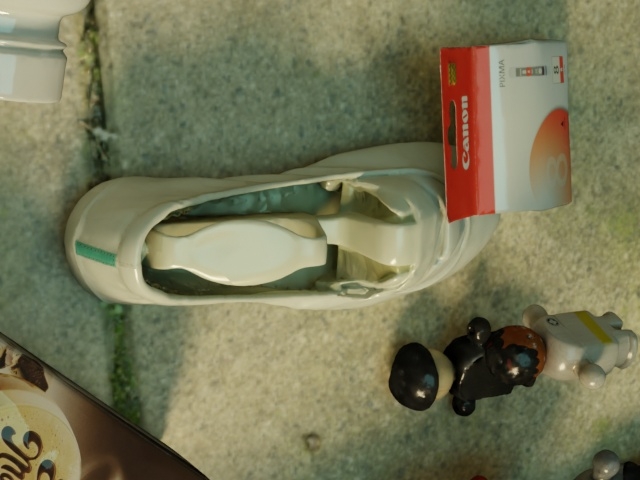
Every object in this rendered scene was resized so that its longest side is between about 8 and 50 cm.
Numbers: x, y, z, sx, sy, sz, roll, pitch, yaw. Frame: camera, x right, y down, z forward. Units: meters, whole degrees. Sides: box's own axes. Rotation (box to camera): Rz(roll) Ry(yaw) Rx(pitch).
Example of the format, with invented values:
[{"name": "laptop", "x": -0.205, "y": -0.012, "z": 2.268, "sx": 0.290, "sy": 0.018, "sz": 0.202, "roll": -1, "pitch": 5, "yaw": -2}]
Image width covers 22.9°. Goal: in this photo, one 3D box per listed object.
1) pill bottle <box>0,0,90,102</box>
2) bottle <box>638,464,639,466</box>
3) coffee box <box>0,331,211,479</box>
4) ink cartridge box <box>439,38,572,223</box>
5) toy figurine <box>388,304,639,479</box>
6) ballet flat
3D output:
[{"name": "pill bottle", "x": -0.219, "y": -0.215, "z": 1.099, "sx": 0.131, "sy": 0.131, "sz": 0.229, "roll": 4, "pitch": 99, "yaw": -28}, {"name": "bottle", "x": 0.285, "y": 0.288, "z": 1.493, "sx": 0.283, "sy": 0.092, "sz": 0.118, "roll": -23, "pitch": 107, "yaw": -22}, {"name": "coffee box", "x": -0.248, "y": 0.161, "z": 1.171, "sx": 0.297, "sy": 0.119, "sz": 0.168, "roll": 38, "pitch": 81, "yaw": -28}, {"name": "ink cartridge box", "x": 0.158, "y": -0.094, "z": 1.318, "sx": 0.179, "sy": 0.045, "sz": 0.145, "roll": -14, "pitch": 103, "yaw": -60}, {"name": "toy figurine", "x": 0.168, "y": 0.163, "z": 1.327, "sx": 0.148, "sy": 0.209, "sz": 0.213, "roll": -5, "pitch": 82, "yaw": -30}, {"name": "ballet flat", "x": 0.000, "y": 0.000, "z": 1.261, "sx": 0.400, "sy": 0.139, "sz": 0.139, "roll": -5, "pitch": 103, "yaw": -27}]
